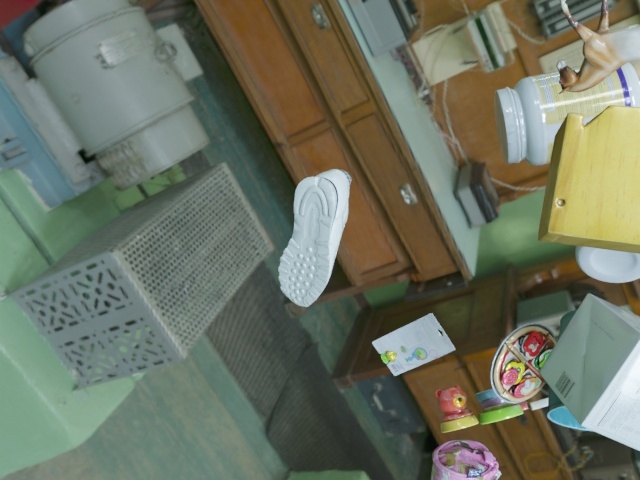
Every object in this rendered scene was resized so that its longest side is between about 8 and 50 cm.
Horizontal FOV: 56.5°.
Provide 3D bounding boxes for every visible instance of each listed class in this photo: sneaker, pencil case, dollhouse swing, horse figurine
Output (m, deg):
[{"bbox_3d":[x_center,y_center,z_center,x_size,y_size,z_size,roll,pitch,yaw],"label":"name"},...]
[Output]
[{"bbox_3d":[0.000,0.000,0.954,0.095,0.090,0.235,-36,147,-58],"label":"sneaker"},{"bbox_3d":[0.385,0.739,1.598,0.160,0.167,0.386,-10,106,-31],"label":"pencil case"},{"bbox_3d":[0.632,-0.102,1.199,0.305,0.347,0.315,-41,137,-72],"label":"dollhouse swing"},{"bbox_3d":[0.494,-0.336,0.933,0.174,0.263,0.066,67,32,-23],"label":"horse figurine"}]

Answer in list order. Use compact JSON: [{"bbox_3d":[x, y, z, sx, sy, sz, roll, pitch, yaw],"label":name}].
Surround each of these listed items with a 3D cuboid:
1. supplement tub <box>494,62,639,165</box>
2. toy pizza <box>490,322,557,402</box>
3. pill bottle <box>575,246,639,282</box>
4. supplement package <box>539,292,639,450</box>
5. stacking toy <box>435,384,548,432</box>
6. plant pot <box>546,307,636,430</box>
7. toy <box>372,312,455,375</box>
[{"bbox_3d":[0.651,-0.333,1.589,0.241,0.331,0.241,-9,90,-78],"label":"supplement tub"},{"bbox_3d":[0.478,0.288,1.377,0.201,0.201,0.032,54,-12,-27],"label":"toy pizza"},{"bbox_3d":[0.819,-0.059,1.650,0.188,0.188,0.334,54,44,-27],"label":"pill bottle"},{"bbox_3d":[0.606,0.265,1.120,0.263,0.198,0.199,24,14,-8],"label":"supplement package"},{"bbox_3d":[0.537,0.492,1.868,0.309,0.279,0.130,-5,70,-31],"label":"stacking toy"},{"bbox_3d":[0.692,0.310,1.460,0.272,0.272,0.255,40,48,-43],"label":"plant pot"},{"bbox_3d":[0.297,0.326,1.898,0.137,0.237,0.056,56,27,-3],"label":"toy"}]
